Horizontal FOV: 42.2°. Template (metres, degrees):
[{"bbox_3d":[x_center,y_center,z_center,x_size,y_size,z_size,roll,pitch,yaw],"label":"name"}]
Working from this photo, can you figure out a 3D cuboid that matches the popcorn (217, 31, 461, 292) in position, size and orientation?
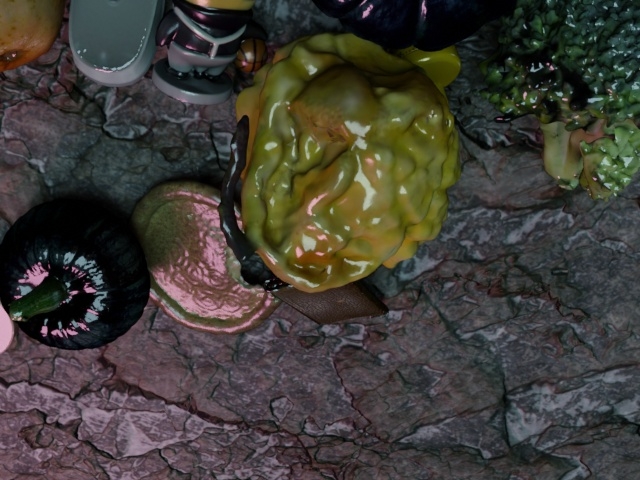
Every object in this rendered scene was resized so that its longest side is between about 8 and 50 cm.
[{"bbox_3d":[0.006,-0.103,1.128,0.349,0.382,0.349,29,138,30],"label":"popcorn"}]

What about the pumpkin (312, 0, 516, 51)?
[{"bbox_3d":[0.121,-0.416,1.022,0.363,0.266,0.363,-3,119,-5],"label":"pumpkin"}]

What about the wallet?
[{"bbox_3d":[0.015,0.089,1.336,0.133,0.039,0.243,-14,156,16],"label":"wallet"}]

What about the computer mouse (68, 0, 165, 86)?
[{"bbox_3d":[-0.286,-0.334,1.173,0.128,0.079,0.231,14,100,-4],"label":"computer mouse"}]

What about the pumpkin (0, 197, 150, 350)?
[{"bbox_3d":[-0.397,0.068,1.285,0.248,0.248,0.248,0,118,0],"label":"pumpkin"}]

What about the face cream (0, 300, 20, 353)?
[{"bbox_3d":[-0.572,0.112,1.389,0.149,0.104,0.149,0,118,-1],"label":"face cream"}]

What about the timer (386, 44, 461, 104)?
[{"bbox_3d":[0.154,-0.243,1.201,0.107,0.109,0.107,-14,159,-5],"label":"timer"}]

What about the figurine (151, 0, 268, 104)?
[{"bbox_3d":[-0.142,-0.316,1.145,0.176,0.133,0.236,-5,130,-30],"label":"figurine"}]

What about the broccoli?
[{"bbox_3d":[0.371,-0.210,1.158,0.293,0.348,0.281,33,134,31],"label":"broccoli"}]

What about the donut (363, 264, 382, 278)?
[{"bbox_3d":[-0.008,0.004,1.322,0.187,0.144,0.126,-6,148,-25],"label":"donut"}]

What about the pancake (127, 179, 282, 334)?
[{"bbox_3d":[-0.190,0.037,1.362,0.286,0.033,0.288,26,125,1],"label":"pancake"}]

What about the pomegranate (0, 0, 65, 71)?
[{"bbox_3d":[-0.443,-0.323,1.100,0.207,0.207,0.207,0,118,0],"label":"pomegranate"}]
